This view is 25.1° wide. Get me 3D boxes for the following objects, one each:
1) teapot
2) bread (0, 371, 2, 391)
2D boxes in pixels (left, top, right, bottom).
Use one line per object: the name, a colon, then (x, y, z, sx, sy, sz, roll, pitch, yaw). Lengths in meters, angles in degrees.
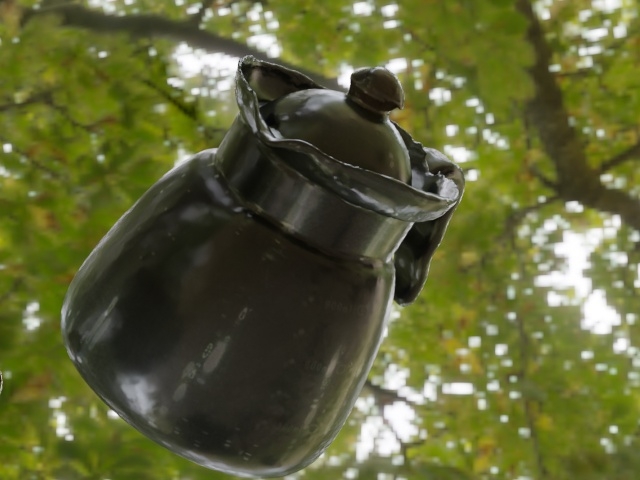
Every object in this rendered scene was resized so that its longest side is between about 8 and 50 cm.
teapot: (0.003, 0.011, 1.032, 0.305, 0.223, 0.285, 21, -68, -30)
bread: (-0.360, 0.033, 0.759, 0.337, 0.148, 0.328, 49, -159, 17)
